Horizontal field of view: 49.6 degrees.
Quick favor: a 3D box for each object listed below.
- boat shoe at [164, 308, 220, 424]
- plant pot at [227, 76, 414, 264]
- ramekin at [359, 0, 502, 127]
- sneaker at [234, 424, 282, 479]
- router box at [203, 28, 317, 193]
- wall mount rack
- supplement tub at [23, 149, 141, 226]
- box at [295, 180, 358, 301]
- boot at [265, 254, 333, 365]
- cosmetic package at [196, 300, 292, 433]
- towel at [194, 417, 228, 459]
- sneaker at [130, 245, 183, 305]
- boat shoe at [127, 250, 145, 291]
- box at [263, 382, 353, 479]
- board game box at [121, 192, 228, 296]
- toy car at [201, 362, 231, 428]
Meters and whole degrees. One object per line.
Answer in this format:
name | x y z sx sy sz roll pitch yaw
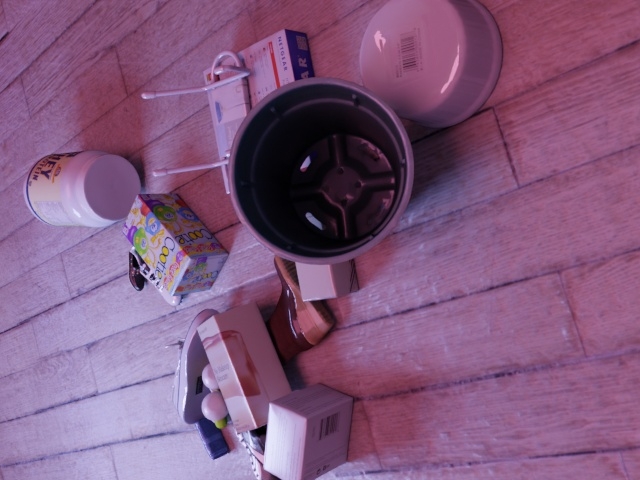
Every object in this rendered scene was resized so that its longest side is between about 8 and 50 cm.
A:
boat shoe | -0.366 0.333 1.974 0.156 0.136 0.367 34 123 40
plant pot | 0.025 -0.123 1.409 0.341 0.334 0.341 0 89 10
ramekin | 0.211 -0.370 1.403 0.277 0.135 0.277 5 98 39
sneaker | -0.141 0.557 1.833 0.106 0.078 0.234 -50 62 34
router box | -0.139 -0.310 1.731 0.301 0.082 0.335 -13 87 39
wall mount rack | -0.289 -0.291 1.718 0.304 0.130 0.349 -8 89 40
supplement tub | -0.734 -0.158 2.139 0.325 0.235 0.235 1 96 39
box | 0.000 0.000 1.644 0.113 0.094 0.275 -11 88 39
boot | -0.095 0.171 1.742 0.207 0.090 0.248 -41 73 33
cosmetic package | -0.189 0.323 1.765 0.153 0.129 0.296 -39 71 57
towel | -0.312 0.564 1.981 0.029 0.067 0.119 -40 70 33
sneaker | -0.490 0.102 2.065 0.237 0.086 0.085 52 122 21
boat shoe | -0.568 0.091 2.150 0.042 0.049 0.133 -17 80 47
box | -0.028 0.462 1.662 0.119 0.181 0.181 15 105 38
board game box | -0.412 0.006 1.952 0.275 0.144 0.142 46 121 25
toy car | -0.243 0.411 1.868 0.136 0.159 0.181 -3 68 0
